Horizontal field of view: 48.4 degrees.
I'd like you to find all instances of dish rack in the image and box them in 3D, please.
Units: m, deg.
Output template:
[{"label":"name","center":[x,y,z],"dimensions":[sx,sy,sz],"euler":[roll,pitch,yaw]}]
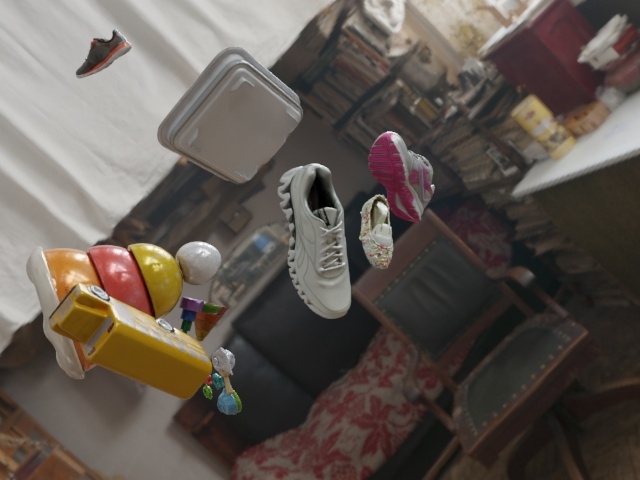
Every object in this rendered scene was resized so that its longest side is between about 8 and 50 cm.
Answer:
[{"label":"dish rack","center":[-0.191,-0.270,1.677],"dimensions":[0.285,0.072,0.333],"euler":[-49,-31,8]}]

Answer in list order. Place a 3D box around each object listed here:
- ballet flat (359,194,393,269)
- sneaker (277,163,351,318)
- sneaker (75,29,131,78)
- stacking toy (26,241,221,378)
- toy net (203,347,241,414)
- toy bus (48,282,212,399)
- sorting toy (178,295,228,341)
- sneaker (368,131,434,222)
[{"label":"ballet flat","center":[0.147,-0.032,1.830],"dimensions":[0.241,0.091,0.077],"euler":[-96,29,-46]},{"label":"sneaker","center":[0.000,0.000,1.301],"dimensions":[0.110,0.292,0.118],"euler":[-13,-2,-28]},{"label":"sneaker","center":[-0.502,-0.426,1.620],"dimensions":[0.157,0.065,0.061],"euler":[-27,16,18]},{"label":"stacking toy","center":[-0.482,0.126,1.862],"dimensions":[0.479,0.351,0.350],"euler":[-18,-2,-19]},{"label":"toy net","center":[-0.243,0.334,1.769],"dimensions":[0.045,0.122,0.232],"euler":[-23,-42,-35]},{"label":"toy bus","center":[-0.390,0.215,1.484],"dimensions":[0.108,0.332,0.130],"euler":[-49,41,5]},{"label":"sorting toy","center":[-0.365,0.240,2.112],"dimensions":[0.365,0.127,0.126],"euler":[85,-161,-83]},{"label":"sneaker","center":[0.192,-0.160,1.627],"dimensions":[0.103,0.252,0.111],"euler":[20,61,36]}]
